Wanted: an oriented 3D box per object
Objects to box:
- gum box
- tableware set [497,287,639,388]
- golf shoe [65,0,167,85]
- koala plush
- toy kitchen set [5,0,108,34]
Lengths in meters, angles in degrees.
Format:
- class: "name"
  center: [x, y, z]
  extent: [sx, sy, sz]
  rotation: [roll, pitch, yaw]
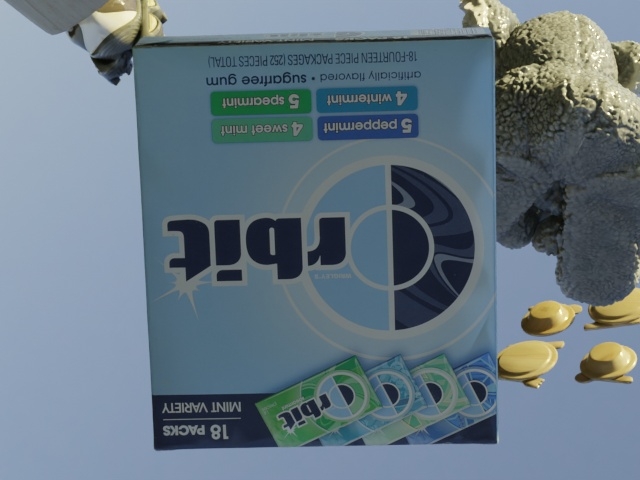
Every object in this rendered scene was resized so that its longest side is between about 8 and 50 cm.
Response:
- class: "gum box"
  center: [0.000, 0.000, 0.877]
  extent: [0.157, 0.184, 0.041]
  rotation: [-2, -167, 2]
- class: "tableware set"
  center: [0.248, 0.095, 1.921]
  extent: [0.141, 0.020, 0.169]
  rotation: [-3, -149, 25]
- class: "golf shoe"
  center: [-0.169, -0.193, 1.415]
  extent: [0.077, 0.094, 0.198]
  rotation: [-44, -149, 7]
- class: "koala plush"
  center: [0.186, -0.100, 1.547]
  extent: [0.203, 0.196, 0.221]
  rotation: [111, -8, -45]
- class: "toy kitchen set"
  center: [-0.126, -0.174, 0.623]
  extent: [0.166, 0.122, 0.207]
  rotation: [-8, -124, 40]
